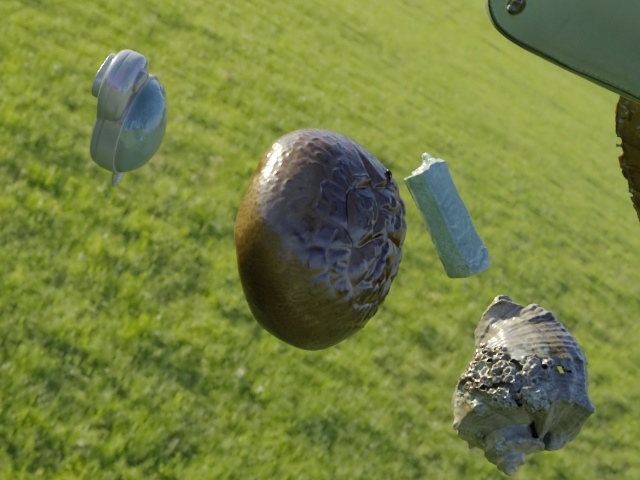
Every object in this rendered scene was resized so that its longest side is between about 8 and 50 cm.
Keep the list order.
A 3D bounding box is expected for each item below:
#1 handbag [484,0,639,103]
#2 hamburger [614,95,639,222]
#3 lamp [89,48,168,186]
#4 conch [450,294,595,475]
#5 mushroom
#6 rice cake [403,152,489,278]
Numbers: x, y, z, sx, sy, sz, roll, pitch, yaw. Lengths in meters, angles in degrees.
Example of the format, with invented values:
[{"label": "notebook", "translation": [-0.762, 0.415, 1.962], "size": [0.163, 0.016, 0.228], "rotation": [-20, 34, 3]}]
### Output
[{"label": "handbag", "translation": [0.258, -0.168, 0.821], "size": [0.241, 0.109, 0.315], "rotation": [32, 23, 19]}, {"label": "hamburger", "translation": [0.508, -0.112, 1.455], "size": [0.211, 0.308, 0.132], "rotation": [0, 29, 31]}, {"label": "lamp", "translation": [-0.311, -0.209, 1.878], "size": [0.108, 0.246, 0.179], "rotation": [16, 55, 5]}, {"label": "conch", "translation": [0.263, 0.185, 1.483], "size": [0.178, 0.163, 0.245], "rotation": [6, 65, -7]}, {"label": "mushroom", "translation": [0.000, 0.000, 1.266], "size": [0.153, 0.253, 0.253], "rotation": [3, 7, 31]}, {"label": "rice cake", "translation": [0.198, -0.035, 1.762], "size": [0.063, 0.069, 0.206], "rotation": [-29, 101, -29]}]
